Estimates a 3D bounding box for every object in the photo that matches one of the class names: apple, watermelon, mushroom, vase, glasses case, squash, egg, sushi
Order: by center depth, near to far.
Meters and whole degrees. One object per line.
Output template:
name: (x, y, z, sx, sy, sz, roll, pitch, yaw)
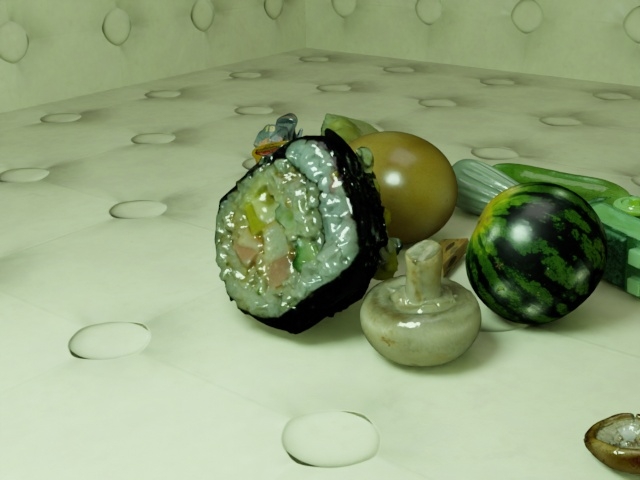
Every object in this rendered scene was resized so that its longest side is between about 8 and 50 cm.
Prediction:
mushroom: (0.428, 0.284, 1.183, 0.123, 0.052, 0.123, -5, 16, 1)
mushroom: (0.169, 0.100, 1.436, 0.207, 0.215, 0.207, -2, 29, 1)
watermelon: (0.395, 0.019, 1.559, 0.269, 0.269, 0.269, -1, 22, 0)
sushi: (0.000, 0.000, 1.591, 0.285, 0.328, 0.329, 13, 43, -55)
glasses case: (0.260, 0.041, 1.813, 0.064, 0.041, 0.170, -2, 19, 29)
egg: (0.160, -0.125, 1.940, 0.250, 0.250, 0.322, -19, 33, -38)
vase: (0.426, -0.111, 2.087, 0.248, 0.128, 0.128, 27, 34, 33)
squash: (0.592, -0.120, 2.110, 0.395, 0.107, 0.107, 15, 26, 24)
apple: (0.089, -0.289, 2.548, 0.193, 0.120, 0.265, 13, 25, -2)

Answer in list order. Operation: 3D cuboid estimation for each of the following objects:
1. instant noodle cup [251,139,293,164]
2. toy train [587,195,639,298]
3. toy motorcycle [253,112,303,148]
instant noodle cup: (-0.059, -0.140, 2.093, 0.215, 0.172, 0.216, 0, 22, 0)
toy train: (0.646, 0.009, 1.740, 0.188, 0.159, 0.271, -17, 29, -23)
toy motorcycle: (-0.116, -0.256, 2.387, 0.108, 0.173, 0.307, 3, 24, 12)
